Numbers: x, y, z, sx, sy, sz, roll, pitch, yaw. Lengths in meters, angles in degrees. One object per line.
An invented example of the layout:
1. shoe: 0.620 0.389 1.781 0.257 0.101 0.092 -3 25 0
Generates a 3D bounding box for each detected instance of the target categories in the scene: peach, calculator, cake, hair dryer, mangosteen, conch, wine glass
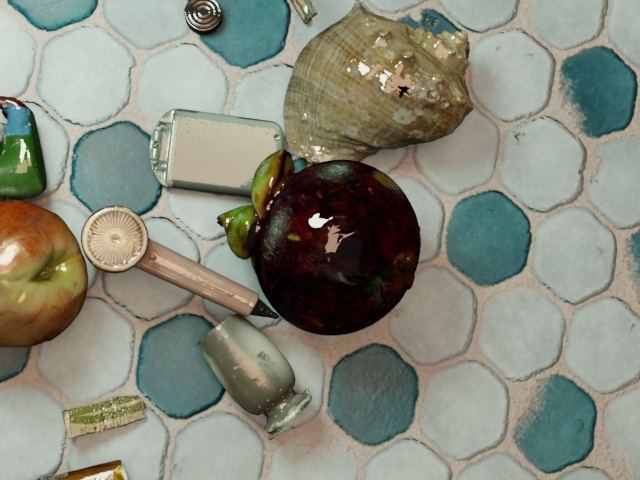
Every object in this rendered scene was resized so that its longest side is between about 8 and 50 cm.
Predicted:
1. peach: -0.501 0.060 1.643 0.256 0.232 0.232 -8 85 31
2. calculator: -0.171 -0.148 1.799 0.246 0.045 0.141 6 84 -9
3. cake: -0.361 0.291 1.736 0.140 0.055 0.051 -10 85 -28
4. hair dryer: -0.225 0.055 1.703 0.344 0.189 0.107 28 83 -8
5. mangosteen: 0.011 0.007 1.702 0.311 0.311 0.311 1 84 -10
6. conch: 0.093 -0.275 1.785 0.352 0.210 0.297 -34 75 -15
7. wine glass: -0.110 0.219 1.741 0.111 0.111 0.204 -40 90 -11

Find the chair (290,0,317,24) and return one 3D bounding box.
1. chair: -0.059 -0.514 1.780 0.190 0.203 0.275 -38 97 0

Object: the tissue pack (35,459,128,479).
1. tissue pack: -0.406 0.466 1.678 0.226 0.092 0.183 -12 89 -9

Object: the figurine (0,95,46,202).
1. figurine: -0.573 -0.130 1.696 0.234 0.127 0.185 -12 82 -1

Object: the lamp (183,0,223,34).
1. lamp: -0.292 -0.520 1.782 0.130 0.108 0.371 -27 89 -12
